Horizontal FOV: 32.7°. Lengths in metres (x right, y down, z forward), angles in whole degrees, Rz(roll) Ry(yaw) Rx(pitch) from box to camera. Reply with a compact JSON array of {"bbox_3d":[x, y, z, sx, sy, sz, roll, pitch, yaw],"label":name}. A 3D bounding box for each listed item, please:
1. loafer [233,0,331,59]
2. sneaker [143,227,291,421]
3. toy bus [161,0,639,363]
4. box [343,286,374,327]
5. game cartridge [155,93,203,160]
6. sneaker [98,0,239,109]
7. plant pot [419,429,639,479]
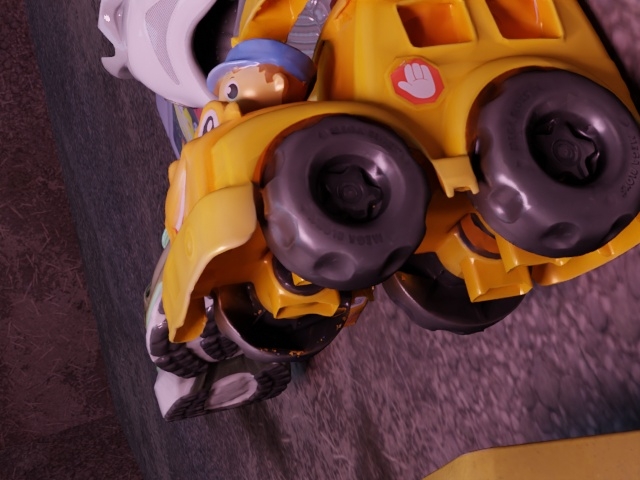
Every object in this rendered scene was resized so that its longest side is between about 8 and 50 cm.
[{"bbox_3d":[0.001,-0.150,0.679,0.094,0.087,0.251,6,102,39],"label":"loafer"},{"bbox_3d":[-0.104,0.024,0.954,0.410,0.158,0.182,114,137,-61],"label":"sneaker"},{"bbox_3d":[0.025,-0.066,0.500,0.149,0.220,0.212,128,130,-65],"label":"toy bus"},{"bbox_3d":[0.000,0.000,0.918,0.136,0.028,0.081,65,160,20],"label":"box"},{"bbox_3d":[-0.105,-0.109,1.098,0.196,0.060,0.294,91,156,-52],"label":"game cartridge"},{"bbox_3d":[-0.076,-0.251,0.812,0.146,0.122,0.331,30,129,30],"label":"sneaker"},{"bbox_3d":[0.123,0.184,0.459,0.212,0.212,0.187,119,145,-66],"label":"plant pot"}]
